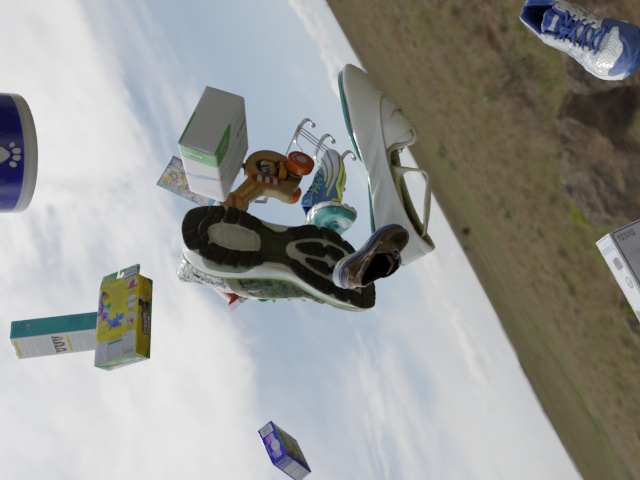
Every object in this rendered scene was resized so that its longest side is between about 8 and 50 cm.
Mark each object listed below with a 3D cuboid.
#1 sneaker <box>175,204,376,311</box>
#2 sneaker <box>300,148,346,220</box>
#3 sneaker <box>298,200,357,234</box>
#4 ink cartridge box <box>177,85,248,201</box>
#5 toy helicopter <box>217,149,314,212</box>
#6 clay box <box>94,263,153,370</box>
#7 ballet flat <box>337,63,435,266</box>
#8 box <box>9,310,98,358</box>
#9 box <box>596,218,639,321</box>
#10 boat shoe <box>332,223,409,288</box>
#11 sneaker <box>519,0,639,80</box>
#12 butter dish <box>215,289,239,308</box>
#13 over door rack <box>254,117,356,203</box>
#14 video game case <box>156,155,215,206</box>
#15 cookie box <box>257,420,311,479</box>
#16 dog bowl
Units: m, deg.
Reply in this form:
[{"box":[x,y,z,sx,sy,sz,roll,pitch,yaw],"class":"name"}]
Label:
[{"box":[-0.089,0.060,1.400,0.411,0.182,0.158,19,-128,-21],"class":"sneaker"},{"box":[0.007,-0.144,2.108,0.126,0.091,0.240,-6,-82,-56],"class":"sneaker"},{"box":[0.000,0.000,1.741,0.107,0.275,0.110,21,-128,-19],"class":"sneaker"},{"box":[-0.225,-0.202,1.586,0.212,0.093,0.154,91,-162,-66],"class":"ink cartridge box"},{"box":[-0.190,-0.166,2.046,0.235,0.140,0.355,32,-142,7],"class":"toy helicopter"},{"box":[-0.442,0.171,1.665,0.053,0.128,0.222,38,-139,-50],"class":"clay box"},{"box":[0.139,-0.148,1.405,0.139,0.139,0.400,-50,-52,-79],"class":"ballet flat"},{"box":[-0.681,0.249,1.949,0.100,0.244,0.060,97,164,-48],"class":"box"},{"box":[0.716,0.089,1.506,0.087,0.169,0.289,80,165,-75],"class":"box"},{"box":[0.104,0.034,1.271,0.066,0.183,0.066,16,132,41],"class":"boat shoe"},{"box":[0.484,-0.386,1.396,0.131,0.111,0.296,8,-156,-23],"class":"sneaker"},{"box":[-0.186,0.055,1.540,0.118,0.160,0.160,29,169,2],"class":"butter dish"},{"box":[-0.046,-0.189,2.308,0.108,0.324,0.239,19,-161,-50],"class":"over door rack"},{"box":[-0.358,-0.159,2.048,0.166,0.119,0.015,25,-138,-19],"class":"video game case"},{"box":[-0.073,0.433,1.513,0.107,0.040,0.092,51,-178,-44],"class":"cookie box"},{"box":[-0.711,-0.190,1.604,0.104,0.265,0.264,-4,-120,-40],"class":"dog bowl"}]
